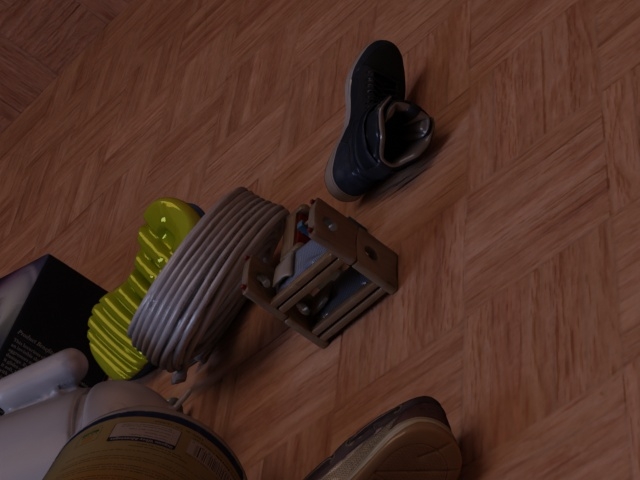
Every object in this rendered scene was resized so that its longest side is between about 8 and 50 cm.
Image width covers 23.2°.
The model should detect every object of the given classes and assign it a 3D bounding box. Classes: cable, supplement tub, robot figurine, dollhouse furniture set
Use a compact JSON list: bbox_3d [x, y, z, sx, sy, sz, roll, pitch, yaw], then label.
[{"bbox_3d":[-0.140,0.049,1.970,0.257,0.089,0.257,-53,-6,-13],"label":"cable"},{"bbox_3d":[-0.197,0.322,1.553,0.228,0.228,0.316,-47,6,16],"label":"supplement tub"},{"bbox_3d":[-0.297,0.284,1.846,0.353,0.300,0.200,-18,-4,14],"label":"robot figurine"},{"bbox_3d":[0.000,0.000,1.828,0.129,0.129,0.184,-40,27,30],"label":"dollhouse furniture set"}]

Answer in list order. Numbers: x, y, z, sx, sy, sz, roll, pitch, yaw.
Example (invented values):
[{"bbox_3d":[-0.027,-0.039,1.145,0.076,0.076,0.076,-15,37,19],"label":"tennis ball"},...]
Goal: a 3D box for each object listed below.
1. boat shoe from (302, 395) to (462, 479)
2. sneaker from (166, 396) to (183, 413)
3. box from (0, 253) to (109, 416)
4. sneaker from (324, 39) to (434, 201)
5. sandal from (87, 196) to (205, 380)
[{"bbox_3d":[0.025,0.256,1.485,0.285,0.103,0.092,-48,12,22],"label":"boat shoe"},{"bbox_3d":[-0.176,0.236,1.964,0.069,0.038,0.098,-28,44,43],"label":"sneaker"},{"bbox_3d":[-0.471,0.210,2.376,0.296,0.182,0.294,-23,37,50],"label":"box"},{"bbox_3d":[0.088,-0.170,1.926,0.163,0.086,0.226,-34,38,60],"label":"sneaker"},{"bbox_3d":[-0.215,0.073,2.177,0.126,0.138,0.317,48,121,22],"label":"sandal"}]
